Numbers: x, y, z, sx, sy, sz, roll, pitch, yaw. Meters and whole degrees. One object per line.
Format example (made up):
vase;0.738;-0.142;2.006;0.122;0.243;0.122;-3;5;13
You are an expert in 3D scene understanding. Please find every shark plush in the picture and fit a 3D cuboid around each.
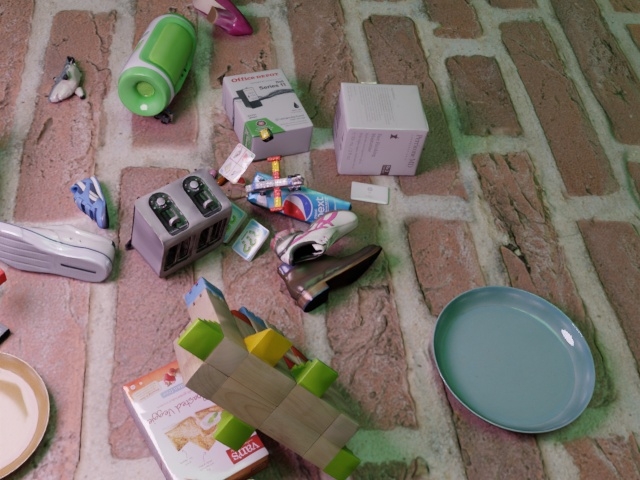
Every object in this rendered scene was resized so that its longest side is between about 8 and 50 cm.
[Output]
shark plush;-0.600;-0.387;1.790;0.067;0.073;0.161;-21;58;12

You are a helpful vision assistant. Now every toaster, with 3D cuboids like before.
toaster;-0.277;-0.029;1.493;0.168;0.185;0.110;-30;72;-30

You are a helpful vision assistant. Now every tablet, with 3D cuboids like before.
tablet;0.110;-0.107;1.719;0.083;0.006;0.054;9;51;-3

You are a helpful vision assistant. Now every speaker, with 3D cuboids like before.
speaker;-0.373;-0.413;1.781;0.131;0.131;0.296;11;42;-1

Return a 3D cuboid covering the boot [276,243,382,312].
boot;0.018;0.044;1.538;0.219;0.082;0.106;-33;66;-27

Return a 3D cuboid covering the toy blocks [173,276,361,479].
toy blocks;-0.103;0.212;1.288;0.381;0.190;0.261;38;5;-25

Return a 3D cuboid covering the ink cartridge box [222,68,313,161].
ink cartridge box;-0.126;-0.293;1.773;0.153;0.086;0.208;-14;55;-20

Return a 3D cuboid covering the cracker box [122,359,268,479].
cracker box;-0.213;0.315;1.296;0.156;0.067;0.232;-25;61;-26

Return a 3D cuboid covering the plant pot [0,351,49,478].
plant pot;-0.569;0.294;1.266;0.237;0.032;0.236;5;57;-8

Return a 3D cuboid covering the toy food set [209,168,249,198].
toy food set;-0.215;-0.125;1.670;0.122;0.019;0.077;1;52;-9

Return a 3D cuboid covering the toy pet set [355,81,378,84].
toy pet set;0.104;-0.328;1.872;0.122;0.065;0.114;-2;88;-8

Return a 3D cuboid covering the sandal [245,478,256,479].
sandal;-0.106;0.425;1.240;0.240;0.088;0.079;3;20;-16

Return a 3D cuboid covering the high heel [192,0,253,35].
high heel;-0.261;-0.622;2.031;0.117;0.082;0.244;12;31;-37

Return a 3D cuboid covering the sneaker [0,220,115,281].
sneaker;-0.523;0.008;1.475;0.258;0.094;0.091;18;40;-10

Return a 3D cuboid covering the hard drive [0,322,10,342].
hard drive;-0.640;0.163;1.371;0.135;0.022;0.094;28;53;12

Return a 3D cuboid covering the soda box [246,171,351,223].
soda box;-0.043;-0.077;1.614;0.210;0.071;0.067;18;87;6

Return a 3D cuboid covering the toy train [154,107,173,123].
toy train;-0.399;-0.316;1.785;0.158;0.027;0.036;34;44;17

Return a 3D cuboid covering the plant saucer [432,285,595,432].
plant saucer;0.366;0.229;1.477;0.318;0.043;0.317;4;51;-5

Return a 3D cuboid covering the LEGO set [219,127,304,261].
LEGO set;-0.147;-0.107;1.561;0.182;0.060;0.244;38;94;19

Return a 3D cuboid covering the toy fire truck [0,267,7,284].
toy fire truck;-0.643;0.055;1.382;0.192;0.135;0.047;32;54;15

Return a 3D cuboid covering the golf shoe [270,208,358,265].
golf shoe;0.000;0.000;1.510;0.186;0.067;0.086;-25;42;-17

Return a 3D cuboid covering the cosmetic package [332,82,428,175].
cosmetic package;0.132;-0.251;1.743;0.184;0.151;0.151;0;53;-8

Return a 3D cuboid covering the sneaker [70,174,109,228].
sneaker;-0.468;-0.072;1.567;0.059;0.053;0.144;-15;48;-21
